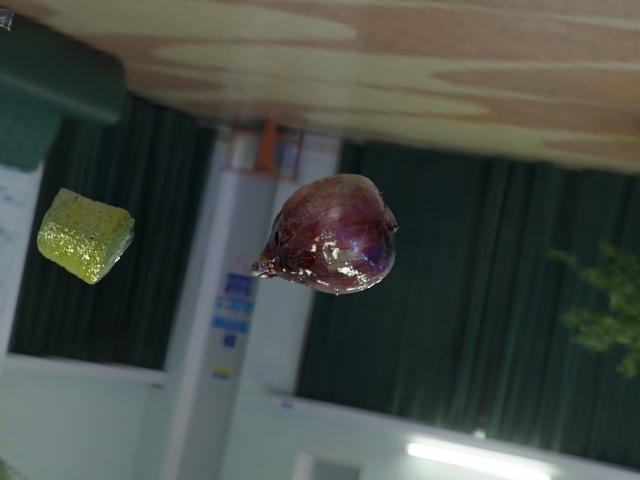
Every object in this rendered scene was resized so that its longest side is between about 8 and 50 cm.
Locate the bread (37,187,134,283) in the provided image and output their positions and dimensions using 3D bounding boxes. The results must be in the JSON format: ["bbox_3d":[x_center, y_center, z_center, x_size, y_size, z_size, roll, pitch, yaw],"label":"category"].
[{"bbox_3d":[-0.321,-0.006,1.811,0.114,0.111,0.129,28,166,0],"label":"bread"}]

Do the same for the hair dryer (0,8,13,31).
[{"bbox_3d":[-0.607,-0.288,1.887,0.361,0.121,0.301,-17,-128,-25],"label":"hair dryer"}]

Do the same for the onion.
[{"bbox_3d":[0.000,0.000,1.661,0.194,0.160,0.159,-19,179,-4],"label":"onion"}]
